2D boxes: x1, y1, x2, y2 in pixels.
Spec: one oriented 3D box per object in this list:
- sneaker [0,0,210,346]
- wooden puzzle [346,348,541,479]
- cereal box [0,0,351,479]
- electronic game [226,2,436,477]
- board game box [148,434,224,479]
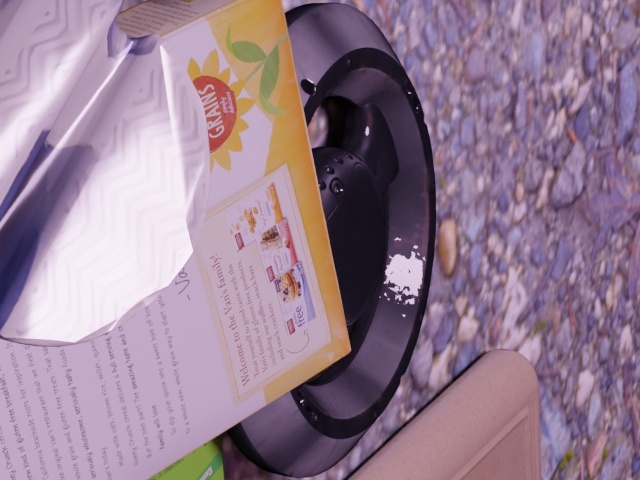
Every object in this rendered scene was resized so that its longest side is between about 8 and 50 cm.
[{"bbox_3d":[-0.198,-0.070,0.517,0.315,0.182,0.127,41,60,-22],"label":"sneaker"},{"bbox_3d":[0.068,0.212,1.110,0.221,0.044,0.238,-37,126,-46],"label":"wooden puzzle"},{"bbox_3d":[-0.102,0.020,0.710,0.240,0.047,0.173,-29,123,-31],"label":"cereal box"},{"bbox_3d":[0.000,0.000,0.908,0.229,0.048,0.229,-18,110,-62],"label":"electronic game"},{"bbox_3d":[-0.086,0.179,0.856,0.124,0.039,0.259,-32,124,-50],"label":"board game box"}]
